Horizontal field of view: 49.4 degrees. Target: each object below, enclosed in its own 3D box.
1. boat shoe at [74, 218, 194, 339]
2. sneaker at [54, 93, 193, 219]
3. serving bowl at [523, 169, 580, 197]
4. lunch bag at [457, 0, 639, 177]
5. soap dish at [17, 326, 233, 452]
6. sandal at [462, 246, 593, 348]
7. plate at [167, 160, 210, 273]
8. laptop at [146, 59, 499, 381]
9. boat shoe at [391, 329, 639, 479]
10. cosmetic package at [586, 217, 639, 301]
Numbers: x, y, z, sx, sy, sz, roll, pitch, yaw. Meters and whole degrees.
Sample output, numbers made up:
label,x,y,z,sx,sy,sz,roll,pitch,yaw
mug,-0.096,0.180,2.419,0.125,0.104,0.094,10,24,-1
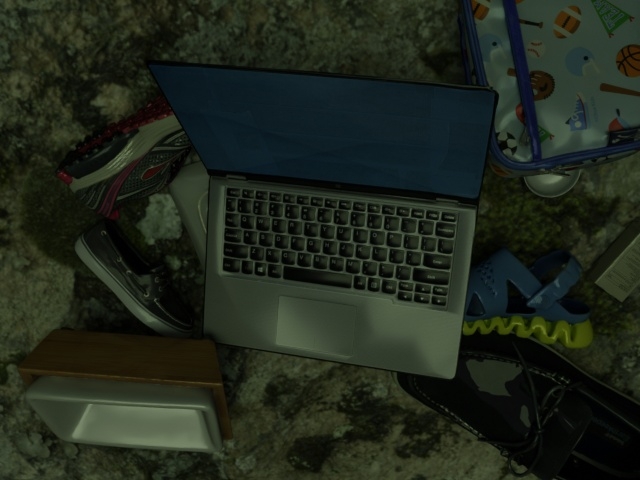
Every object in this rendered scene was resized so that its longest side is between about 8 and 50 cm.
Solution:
label,x,y,z,sx,sy,sz,roll,pitch,yaw
boat shoe,-0.271,0.057,1.074,0.076,0.080,0.228,-42,96,16
sneaker,-0.224,-0.137,0.987,0.299,0.121,0.112,-25,121,17
serving bowl,0.335,-0.107,1.019,0.083,0.027,0.083,0,110,1
lunch bag,0.295,-0.226,0.878,0.243,0.115,0.303,-9,87,4
soap dish,-0.281,0.231,1.067,0.291,0.118,0.229,5,146,0
sandal,0.262,0.071,1.043,0.317,0.126,0.138,5,106,-9
plate,-0.065,-0.011,1.056,0.278,0.045,0.277,-16,109,8
laptop,0.000,0.000,0.875,0.382,0.236,0.408,7,103,11
boat shoe,0.346,0.272,1.088,0.500,0.156,0.187,25,110,-6
cosmetic package,0.469,0.030,1.056,0.060,0.041,0.115,35,107,-11
